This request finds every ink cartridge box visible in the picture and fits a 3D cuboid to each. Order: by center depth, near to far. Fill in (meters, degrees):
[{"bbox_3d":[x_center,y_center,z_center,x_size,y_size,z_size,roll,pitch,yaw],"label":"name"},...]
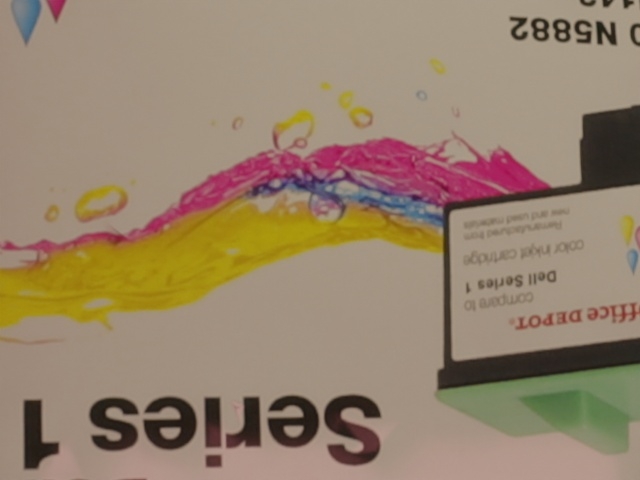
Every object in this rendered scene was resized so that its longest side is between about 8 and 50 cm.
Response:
[{"bbox_3d":[0.000,0.000,0.442,0.201,0.117,0.278,1,78,-14],"label":"ink cartridge box"}]
